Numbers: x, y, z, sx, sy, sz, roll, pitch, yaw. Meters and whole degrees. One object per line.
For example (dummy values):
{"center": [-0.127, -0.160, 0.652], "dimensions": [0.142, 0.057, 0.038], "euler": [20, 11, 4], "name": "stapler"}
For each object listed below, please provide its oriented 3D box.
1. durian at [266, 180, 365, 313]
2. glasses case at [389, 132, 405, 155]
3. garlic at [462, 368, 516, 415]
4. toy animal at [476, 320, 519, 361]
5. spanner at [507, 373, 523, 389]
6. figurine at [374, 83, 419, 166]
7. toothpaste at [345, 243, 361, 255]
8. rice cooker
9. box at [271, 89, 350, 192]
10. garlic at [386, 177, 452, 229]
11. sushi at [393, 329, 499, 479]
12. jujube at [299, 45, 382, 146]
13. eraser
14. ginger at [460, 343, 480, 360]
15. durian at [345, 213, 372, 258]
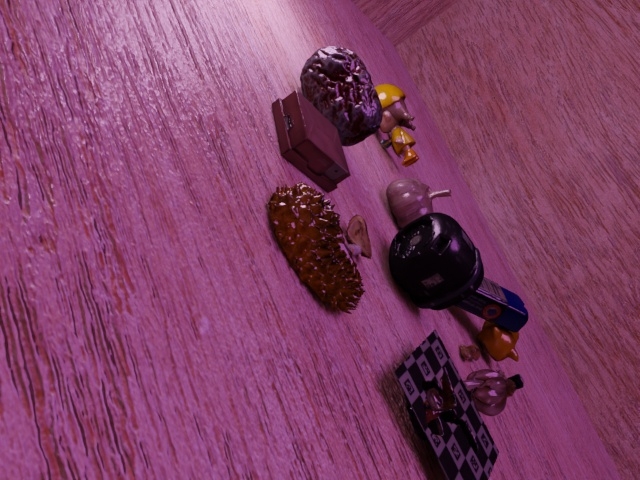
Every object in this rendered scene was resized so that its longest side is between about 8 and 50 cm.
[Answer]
{"center": [0.000, 0.001, 1.279], "dimensions": [0.191, 0.112, 0.341], "euler": [3, 61, -65], "name": "durian"}
{"center": [0.342, -0.456, 2.611], "dimensions": [0.074, 0.049, 0.193], "euler": [34, 35, -46], "name": "glasses case"}
{"center": [0.464, 0.443, 1.704], "dimensions": [0.194, 0.127, 0.131], "euler": [5, 33, -32], "name": "garlic"}
{"center": [0.660, 0.357, 2.153], "dimensions": [0.156, 0.156, 0.230], "euler": [58, 20, -3], "name": "toy animal"}
{"center": [0.577, 0.456, 1.814], "dimensions": [0.316, 0.024, 0.087], "euler": [89, -10, -71], "name": "spanner"}
{"center": [0.301, -0.472, 2.394], "dimensions": [0.215, 0.187, 0.344], "euler": [67, -2, -86], "name": "figurine"}
{"center": [0.052, 0.024, 1.464], "dimensions": [0.048, 0.031, 0.190], "euler": [49, 21, 21], "name": "toothpaste"}
{"center": [0.336, 0.059, 1.723], "dimensions": [0.224, 0.267, 0.267], "euler": [46, 26, -26], "name": "rice cooker"}
{"center": [-0.024, -0.274, 1.600], "dimensions": [0.215, 0.086, 0.215], "euler": [36, 32, -44], "name": "box"}
{"center": [0.352, -0.142, 2.045], "dimensions": [0.218, 0.212, 0.219], "euler": [51, 24, -33], "name": "garlic"}
{"center": [0.289, 0.430, 1.406], "dimensions": [0.359, 0.064, 0.343], "euler": [63, 27, 5], "name": "sushi"}
{"center": [0.070, -0.453, 1.846], "dimensions": [0.226, 0.226, 0.317], "euler": [6, 54, -62], "name": "jujube"}
{"center": [0.570, 0.197, 2.071], "dimensions": [0.332, 0.101, 0.155], "euler": [26, 27, -16], "name": "eraser"}
{"center": [0.493, 0.368, 1.924], "dimensions": [0.137, 0.044, 0.057], "euler": [14, 67, -57], "name": "ginger"}
{"center": [0.109, -0.006, 1.572], "dimensions": [0.052, 0.066, 0.130], "euler": [14, 58, -58], "name": "durian"}
